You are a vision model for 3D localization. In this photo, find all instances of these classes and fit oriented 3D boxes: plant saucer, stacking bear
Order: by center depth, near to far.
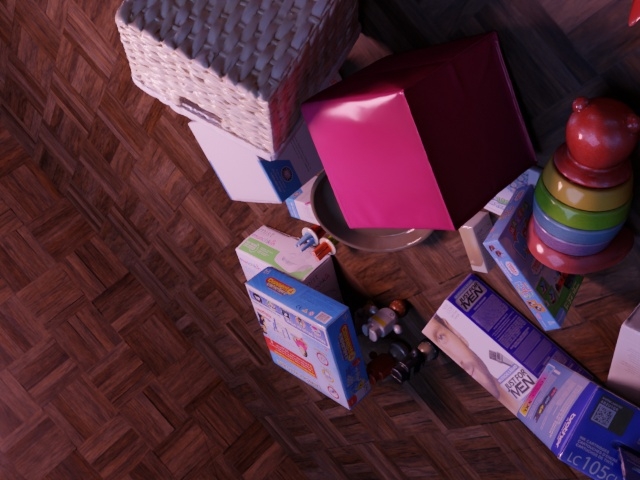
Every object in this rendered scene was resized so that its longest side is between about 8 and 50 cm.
[{"bbox_3d":[0.429,-0.099,1.313,0.175,0.164,0.289,31,142,28],"label":"stacking bear"},{"bbox_3d":[0.117,-0.081,1.746,0.278,0.041,0.277,8,137,7],"label":"plant saucer"}]

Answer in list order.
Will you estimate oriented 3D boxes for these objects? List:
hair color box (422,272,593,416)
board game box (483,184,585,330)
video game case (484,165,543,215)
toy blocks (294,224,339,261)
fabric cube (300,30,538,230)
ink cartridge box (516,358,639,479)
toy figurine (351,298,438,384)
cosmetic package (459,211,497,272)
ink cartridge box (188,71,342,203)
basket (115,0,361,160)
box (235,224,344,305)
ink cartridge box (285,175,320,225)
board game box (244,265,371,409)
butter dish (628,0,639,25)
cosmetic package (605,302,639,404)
[{"bbox_3d":[0.402,0.248,1.805,0.339,0.110,0.185,43,151,13],"label":"hair color box"},{"bbox_3d":[0.391,0.031,1.480,0.039,0.160,0.211,-19,116,49],"label":"board game box"},{"bbox_3d":[0.342,-0.105,1.551,0.157,0.019,0.143,29,145,31],"label":"video game case"},{"bbox_3d":[0.000,0.000,2.001,0.054,0.148,0.123,27,144,34],"label":"toy blocks"},{"bbox_3d":[0.173,-0.185,1.425,0.258,0.259,0.254,1,120,51],"label":"fabric cube"},{"bbox_3d":[0.538,0.360,1.472,0.270,0.151,0.395,29,179,2],"label":"ink cartridge box"},{"bbox_3d":[0.173,0.252,2.088,0.209,0.148,0.213,58,152,-5],"label":"toy figurine"},{"bbox_3d":[0.324,0.002,1.662,0.041,0.060,0.115,11,133,48],"label":"cosmetic package"},{"bbox_3d":[-0.085,-0.234,1.712,0.197,0.270,0.198,7,131,52],"label":"ink cartridge box"},{"bbox_3d":[-0.138,-0.376,1.442,0.328,0.331,0.266,30,169,7],"label":"basket"},{"bbox_3d":[-0.077,0.111,2.266,0.262,0.127,0.231,25,145,37],"label":"box"},{"bbox_3d":[0.019,-0.087,1.917,0.181,0.104,0.061,19,139,42],"label":"ink cartridge box"},{"bbox_3d":[-0.031,0.250,2.129,0.308,0.086,0.301,25,143,41],"label":"board game box"},{"bbox_3d":[0.470,-0.338,1.000,0.118,0.159,0.160,25,150,-4],"label":"butter dish"},{"bbox_3d":[0.607,0.190,1.412,0.151,0.151,0.183,30,145,31],"label":"cosmetic package"}]
